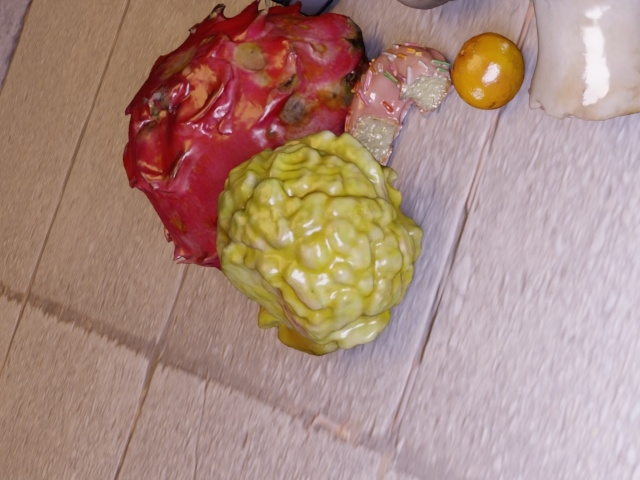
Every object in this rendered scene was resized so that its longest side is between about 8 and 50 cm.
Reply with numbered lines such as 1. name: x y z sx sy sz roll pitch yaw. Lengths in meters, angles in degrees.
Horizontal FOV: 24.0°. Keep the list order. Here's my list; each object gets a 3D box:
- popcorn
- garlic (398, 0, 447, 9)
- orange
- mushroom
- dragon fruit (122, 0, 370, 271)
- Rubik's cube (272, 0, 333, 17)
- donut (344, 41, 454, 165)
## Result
1. popcorn: 0.000 0.000 1.633 0.212 0.259 0.259 -48 25 -12
2. garlic: 0.140 -0.387 1.693 0.212 0.218 0.218 -41 20 -20
3. orange: 0.174 -0.177 1.572 0.083 0.070 0.083 -46 31 38
4. mushroom: 0.242 -0.251 1.312 0.297 0.297 0.290 17 114 63
5. dragon fruit: -0.116 -0.144 1.912 0.386 0.249 0.371 9 75 60
6. Rubik's cube: -0.047 -0.519 1.968 0.292 0.293 0.287 -41 39 41
7. donut: 0.084 -0.172 1.739 0.166 0.065 0.117 -48 35 33
